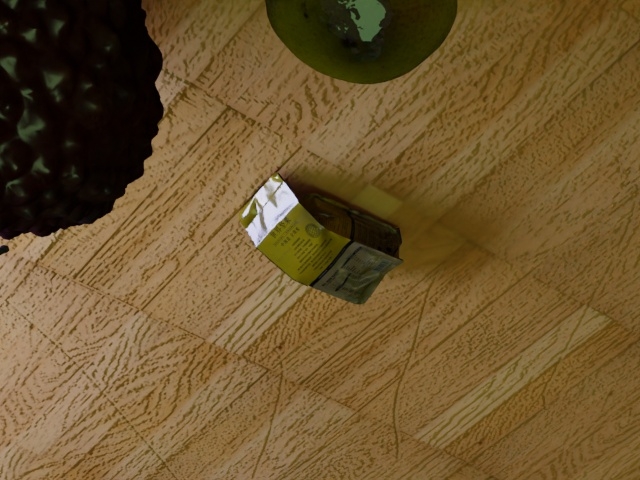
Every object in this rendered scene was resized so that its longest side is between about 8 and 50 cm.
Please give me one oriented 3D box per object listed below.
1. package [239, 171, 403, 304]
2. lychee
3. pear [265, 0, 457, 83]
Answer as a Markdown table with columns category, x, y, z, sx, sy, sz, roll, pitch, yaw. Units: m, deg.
| category | x | y | z | sx | sy | sz | roll | pitch | yaw |
| --- | --- | --- | --- | --- | --- | --- | --- | --- | --- |
| package | 0.000 | 0.000 | 1.157 | 0.131 | 0.047 | 0.071 | 25 | 133 | -26 |
| lychee | -0.234 | -0.109 | 0.899 | 0.264 | 0.264 | 0.300 | 0 | 119 | 0 |
| pear | 0.030 | -0.169 | 0.952 | 0.141 | 0.104 | 0.141 | -3 | 136 | -3 |
